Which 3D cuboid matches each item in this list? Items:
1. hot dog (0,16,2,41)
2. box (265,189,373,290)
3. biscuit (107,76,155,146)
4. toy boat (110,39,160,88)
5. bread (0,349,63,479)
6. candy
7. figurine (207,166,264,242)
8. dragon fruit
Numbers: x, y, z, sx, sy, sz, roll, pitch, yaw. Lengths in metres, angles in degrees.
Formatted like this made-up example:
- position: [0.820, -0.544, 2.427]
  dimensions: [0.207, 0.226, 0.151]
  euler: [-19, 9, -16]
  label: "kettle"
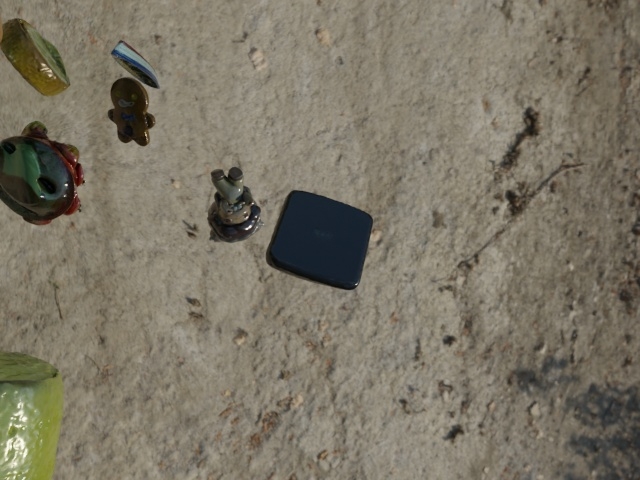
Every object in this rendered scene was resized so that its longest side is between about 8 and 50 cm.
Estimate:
- position: [-0.813, -0.529, 1.085]
  dimensions: [0.135, 0.337, 0.100]
  euler: [-1, 125, -38]
  label: "hot dog"
- position: [0.000, 0.000, 0.619]
  dimensions: [0.126, 0.027, 0.125]
  euler: [18, 57, -2]
  label: "box"
- position: [-0.666, -0.450, 1.657]
  dimensions: [0.039, 0.179, 0.236]
  euler: [-62, 159, -61]
  label: "biscuit"
- position: [-0.474, -0.450, 1.214]
  dimensions: [0.080, 0.229, 0.046]
  euler: [20, 88, 4]
  label: "toy boat"
- position: [-0.275, 0.155, 0.389]
  dimensions: [0.111, 0.129, 0.114]
  euler: [18, 82, -60]
  label: "bread"
- position: [-0.950, -0.607, 1.576]
  dimensions: [0.118, 0.260, 0.260]
  euler: [-33, 117, -2]
  label: "candy"
- position: [-0.364, -0.140, 1.943]
  dimensions: [0.248, 0.203, 0.381]
  euler: [-20, 146, -17]
  label: "figurine"
- position: [-0.809, -0.187, 1.341]
  dimensions: [0.268, 0.130, 0.295]
  euler: [-5, 102, 7]
  label: "dragon fruit"
